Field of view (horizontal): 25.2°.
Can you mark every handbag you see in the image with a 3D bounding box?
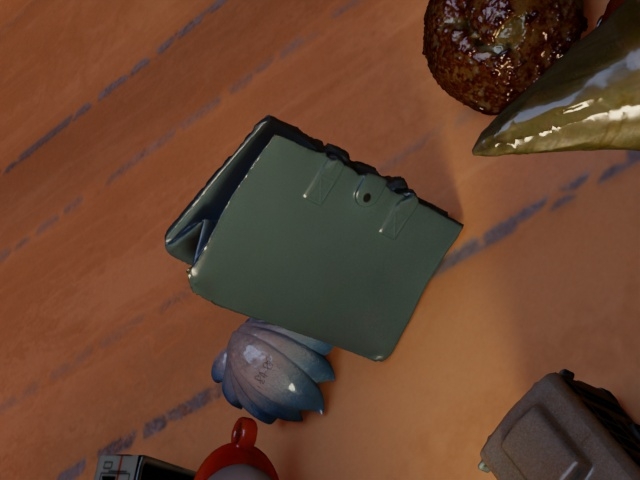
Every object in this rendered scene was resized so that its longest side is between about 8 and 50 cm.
[{"bbox_3d":[0.000,0.000,1.111,0.144,0.221,0.057,-56,40,12],"label":"handbag"}]

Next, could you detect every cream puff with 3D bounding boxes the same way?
[{"bbox_3d":[0.142,-0.177,1.156,0.149,0.084,0.149,-21,59,39],"label":"cream puff"}]

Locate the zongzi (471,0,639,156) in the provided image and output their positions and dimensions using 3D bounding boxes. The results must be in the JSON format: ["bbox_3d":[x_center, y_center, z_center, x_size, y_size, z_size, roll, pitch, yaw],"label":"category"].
[{"bbox_3d":[0.258,-0.189,0.842,0.360,0.160,0.323,-3,69,2],"label":"zongzi"}]

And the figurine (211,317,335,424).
[{"bbox_3d":[-0.033,0.109,1.216,0.114,0.079,0.114,-1,84,11],"label":"figurine"}]

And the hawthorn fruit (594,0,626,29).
[{"bbox_3d":[0.265,-0.117,0.958,0.148,0.148,0.172,-46,75,21],"label":"hawthorn fruit"}]

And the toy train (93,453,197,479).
[{"bbox_3d":[-0.188,0.389,1.215,0.088,0.086,0.407,-5,67,40],"label":"toy train"}]

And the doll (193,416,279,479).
[{"bbox_3d":[-0.083,0.305,1.129,0.200,0.105,0.337,151,131,-65],"label":"doll"}]

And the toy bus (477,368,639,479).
[{"bbox_3d":[0.185,0.170,0.920,0.091,0.103,0.182,-51,42,14],"label":"toy bus"}]
